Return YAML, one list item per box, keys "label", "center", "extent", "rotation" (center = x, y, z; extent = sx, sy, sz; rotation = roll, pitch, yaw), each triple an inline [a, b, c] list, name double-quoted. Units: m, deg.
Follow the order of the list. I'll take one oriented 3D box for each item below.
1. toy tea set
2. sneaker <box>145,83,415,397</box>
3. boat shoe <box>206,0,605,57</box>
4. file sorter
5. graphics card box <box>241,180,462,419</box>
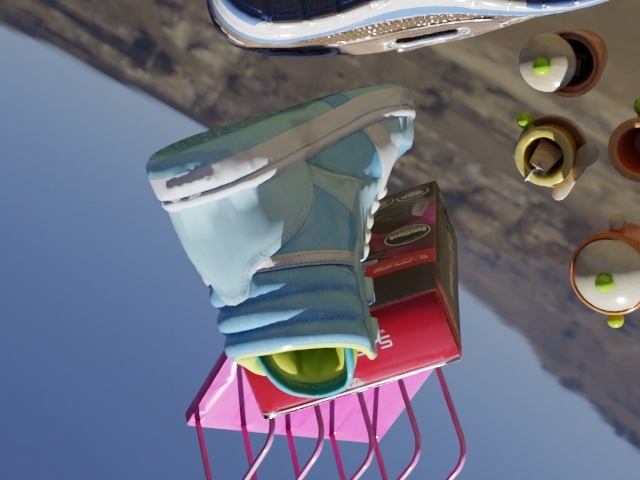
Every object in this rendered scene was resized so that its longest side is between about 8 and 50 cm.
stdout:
- label: "toy tea set"
  center: [0.309, -0.070, 1.590]
  extent: [0.336, 0.200, 0.124]
  rotation: [53, -149, 2]
- label: "sneaker"
  center: [0.000, 0.000, 1.089]
  extent: [0.127, 0.208, 0.319]
  rotation: [-14, -174, 32]
- label: "boat shoe"
  center: [0.043, -0.110, 0.575]
  extent: [0.183, 0.066, 0.066]
  rotation: [-7, 170, -11]
- label: "file sorter"
  center: [0.010, 0.246, 1.847]
  extent: [0.291, 0.202, 0.182]
  rotation: [9, -137, -27]
- label: "graphics card box"
  center: [0.043, 0.058, 1.689]
  extent: [0.371, 0.233, 0.094]
  rotation: [-75, -35, -69]
